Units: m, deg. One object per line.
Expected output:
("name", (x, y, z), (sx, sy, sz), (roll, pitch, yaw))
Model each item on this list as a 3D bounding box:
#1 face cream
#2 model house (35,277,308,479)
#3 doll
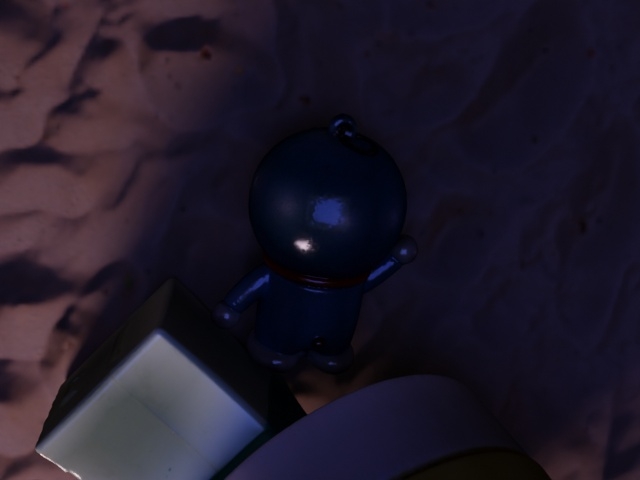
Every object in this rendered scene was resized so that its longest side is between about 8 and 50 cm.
("face cream", (0.050, 0.209, 1.021), (0.218, 0.179, 0.218), (-27, 145, -20))
("model house", (-0.068, 0.113, 1.069), (0.149, 0.127, 0.100), (42, 99, -8))
("doll", (0.000, 0.000, 1.068), (0.114, 0.085, 0.151), (0, 116, -18))
